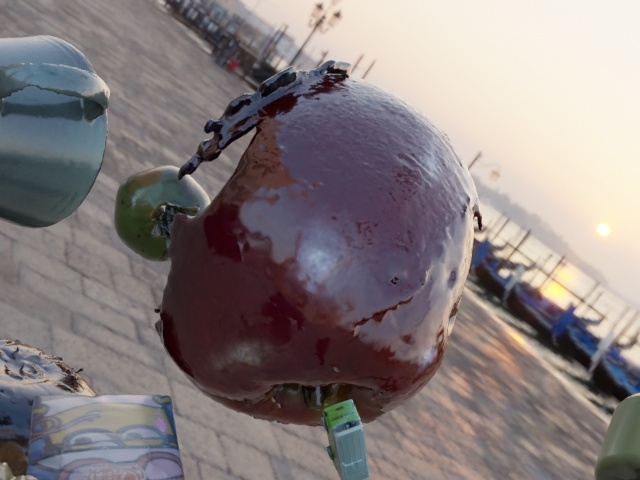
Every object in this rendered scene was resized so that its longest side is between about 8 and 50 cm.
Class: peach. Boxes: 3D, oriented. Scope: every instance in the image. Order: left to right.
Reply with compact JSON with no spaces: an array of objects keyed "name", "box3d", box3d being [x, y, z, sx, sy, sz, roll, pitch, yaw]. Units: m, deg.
[{"name":"peach","box3d":[0.000,0.000,0.932,0.353,0.339,0.417,8,53,-15]}]

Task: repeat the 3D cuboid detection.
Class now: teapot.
[{"name":"teapot","box3d":[-0.266,-0.094,0.628,0.239,0.162,0.149,-8,-5,29]}]

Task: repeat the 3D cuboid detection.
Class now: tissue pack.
[{"name":"tissue pack","box3d":[-0.163,0.175,0.627,0.115,0.065,0.155,2,16,-17]}]

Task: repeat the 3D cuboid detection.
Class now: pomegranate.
[{"name":"pomegranate","box3d":[-0.278,-0.044,1.480,0.181,0.181,0.224,32,-5,-23]}]

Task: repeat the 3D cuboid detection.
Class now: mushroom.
[{"name":"mushroom","box3d":[-0.402,0.222,1.017,0.297,0.163,0.278,20,24,-17]}]

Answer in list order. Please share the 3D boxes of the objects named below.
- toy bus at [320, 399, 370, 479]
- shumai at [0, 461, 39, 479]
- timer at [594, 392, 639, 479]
[{"name":"toy bus","box3d":[0.022,0.169,0.685,0.037,0.031,0.083,-120,-165,-46]},{"name":"shumai","box3d":[-0.274,0.172,0.336,0.262,0.267,0.314,34,-18,-16]},{"name":"timer","box3d":[0.514,0.436,1.225,0.290,0.315,0.291,31,-29,20]}]
